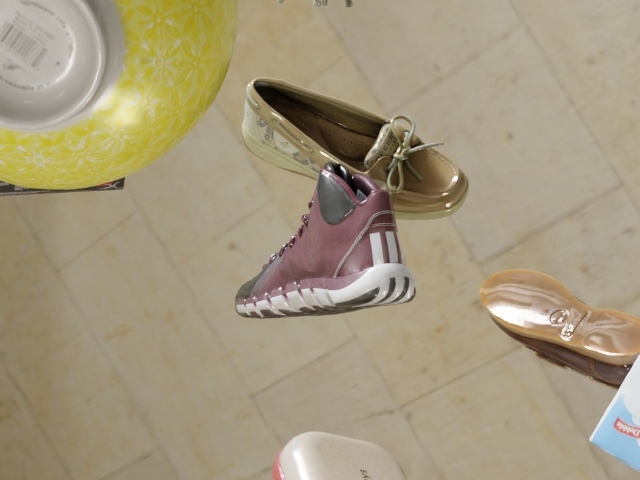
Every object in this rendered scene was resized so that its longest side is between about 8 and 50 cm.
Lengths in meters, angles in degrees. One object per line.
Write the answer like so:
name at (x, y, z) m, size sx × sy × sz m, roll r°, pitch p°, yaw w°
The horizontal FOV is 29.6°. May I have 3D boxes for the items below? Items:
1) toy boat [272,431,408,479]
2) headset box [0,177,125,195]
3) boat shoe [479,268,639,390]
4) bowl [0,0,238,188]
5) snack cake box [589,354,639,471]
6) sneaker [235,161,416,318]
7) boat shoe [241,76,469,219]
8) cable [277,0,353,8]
toy boat at (0.019, 0.317, 1.242) m, size 0.151 × 0.151 × 0.231 m, roll 16°, pitch -153°, yaw -24°
headset box at (-0.346, -0.183, 1.508) m, size 0.218 × 0.293 × 0.110 m, roll -4°, pitch -122°, yaw -16°
boat shoe at (0.236, 0.092, 1.153) m, size 0.073 × 0.207 × 0.073 m, roll -41°, pitch -52°, yaw -15°
bowl at (-0.208, -0.159, 0.901) m, size 0.289 × 0.289 × 0.156 m, roll 46°, pitch -167°, yaw -16°
snack cake box at (0.353, 0.183, 1.037) m, size 0.152 × 0.089 × 0.264 m, roll 32°, pitch -175°, yaw 33°
sneaker at (0.000, 0.000, 1.344) m, size 0.106 × 0.281 × 0.163 m, roll 0°, pitch -98°, yaw -39°
boat shoe at (0.039, -0.107, 1.419) m, size 0.285 × 0.089 × 0.105 m, roll 19°, pitch -121°, yaw 7°
cable at (0.000, -0.415, 1.513) m, size 0.139 × 0.287 × 0.072 m, roll -1°, pitch -145°, yaw -17°
